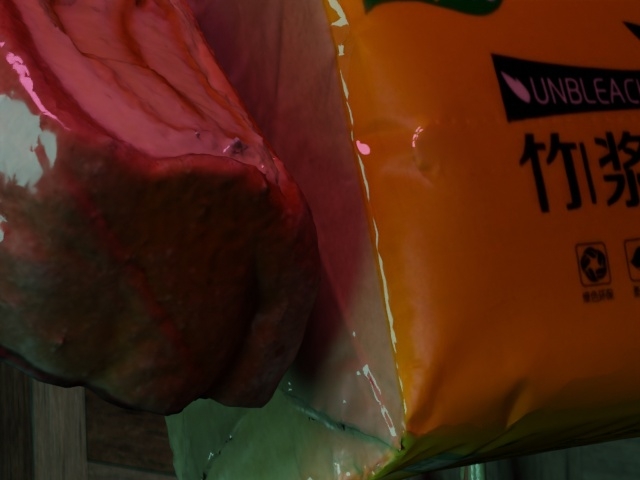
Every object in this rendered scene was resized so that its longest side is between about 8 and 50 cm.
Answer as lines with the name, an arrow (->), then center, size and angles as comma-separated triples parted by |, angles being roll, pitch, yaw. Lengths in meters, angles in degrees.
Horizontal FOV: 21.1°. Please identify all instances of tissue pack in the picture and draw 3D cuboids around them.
tissue pack -> 0.102, -0.025, 0.956 | 0.228, 0.382, 0.293 | -24, 74, 52

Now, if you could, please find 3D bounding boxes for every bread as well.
bread -> -0.111, -0.048, 0.781 | 0.123, 0.190, 0.244 | -53, 49, 22

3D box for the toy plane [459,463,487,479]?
toy plane -> 0.095, 0.251, 1.213 | 0.244, 0.092, 0.229 | 39, 120, 43
